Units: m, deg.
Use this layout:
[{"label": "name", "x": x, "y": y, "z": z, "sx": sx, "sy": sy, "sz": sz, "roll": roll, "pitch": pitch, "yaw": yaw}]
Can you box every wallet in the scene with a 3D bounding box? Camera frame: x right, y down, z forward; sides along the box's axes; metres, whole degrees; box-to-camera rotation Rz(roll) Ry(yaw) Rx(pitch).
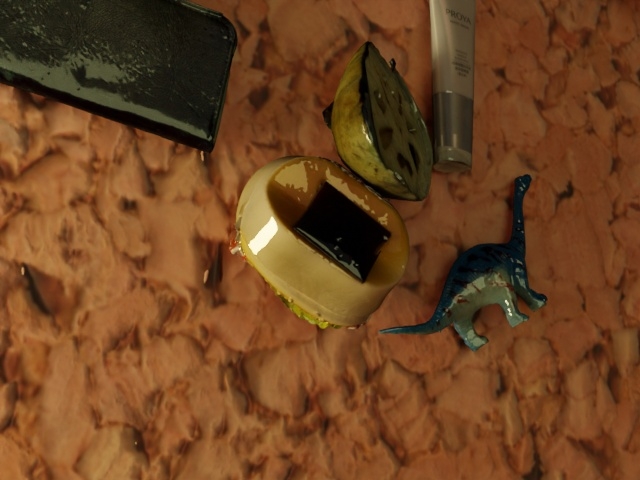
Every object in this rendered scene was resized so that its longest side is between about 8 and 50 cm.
[{"label": "wallet", "x": -0.247, "y": -0.220, "z": 1.126, "sx": 0.318, "sy": 0.045, "sz": 0.172, "roll": 16, "pitch": 77, "yaw": -24}]

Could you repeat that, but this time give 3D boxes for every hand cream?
[{"label": "hand cream", "x": 0.168, "y": -0.213, "z": 1.329, "sx": 0.079, "sy": 0.048, "sz": 0.255, "roll": 14, "pitch": 73, "yaw": -39}]

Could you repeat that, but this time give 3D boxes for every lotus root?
[{"label": "lotus root", "x": 0.062, "y": -0.129, "z": 1.222, "sx": 0.183, "sy": 0.078, "sz": 0.204, "roll": 57, "pitch": 28, "yaw": -31}]

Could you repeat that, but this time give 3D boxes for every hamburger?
[{"label": "hamburger", "x": 0.000, "y": 0.000, "z": 1.177, "sx": 0.210, "sy": 0.116, "sz": 0.173, "roll": 34, "pitch": 59, "yaw": -13}]

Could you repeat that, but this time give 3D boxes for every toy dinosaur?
[{"label": "toy dinosaur", "x": 0.217, "y": 0.058, "z": 1.293, "sx": 0.144, "sy": 0.076, "sz": 0.329, "roll": 48, "pitch": 62, "yaw": -4}]
